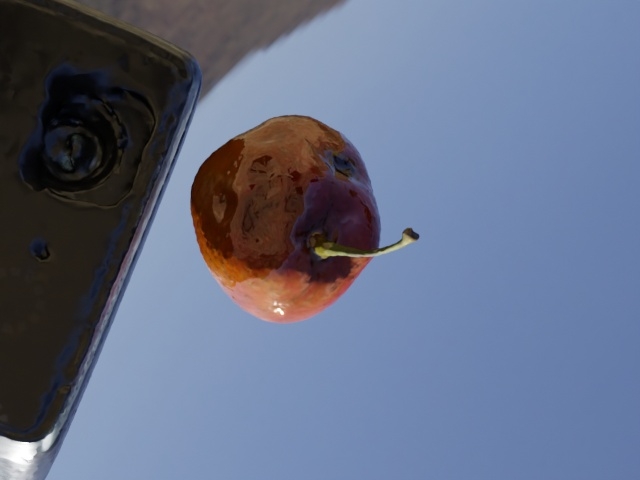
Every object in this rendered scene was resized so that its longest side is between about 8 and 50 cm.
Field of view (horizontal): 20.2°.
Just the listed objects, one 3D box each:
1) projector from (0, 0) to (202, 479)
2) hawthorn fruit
[{"bbox_3d":[-0.294,0.019,1.611,0.405,0.242,0.395,128,-18,-70],"label":"projector"},{"bbox_3d":[0.000,0.000,1.397,0.165,0.165,0.285,-47,-150,-6],"label":"hawthorn fruit"}]
